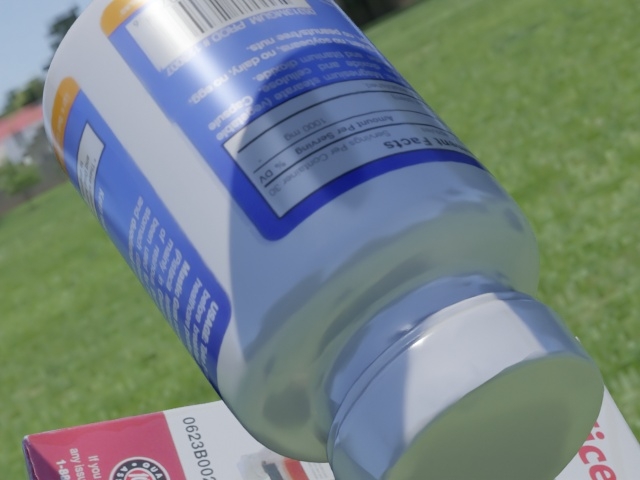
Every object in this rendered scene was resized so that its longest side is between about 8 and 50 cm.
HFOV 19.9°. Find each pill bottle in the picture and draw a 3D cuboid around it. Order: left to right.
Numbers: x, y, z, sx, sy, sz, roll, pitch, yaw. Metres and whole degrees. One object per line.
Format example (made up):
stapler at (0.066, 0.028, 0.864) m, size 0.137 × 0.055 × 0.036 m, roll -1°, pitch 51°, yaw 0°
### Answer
pill bottle at (0.000, 0.000, 0.799) m, size 0.152 × 0.272 × 0.152 m, roll -24°, pitch -37°, yaw -20°

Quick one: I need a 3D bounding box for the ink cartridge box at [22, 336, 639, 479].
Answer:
ink cartridge box at (0.031, 0.232, 1.127) m, size 0.384 × 0.160 × 0.279 m, roll -9°, pitch 43°, yaw -15°
